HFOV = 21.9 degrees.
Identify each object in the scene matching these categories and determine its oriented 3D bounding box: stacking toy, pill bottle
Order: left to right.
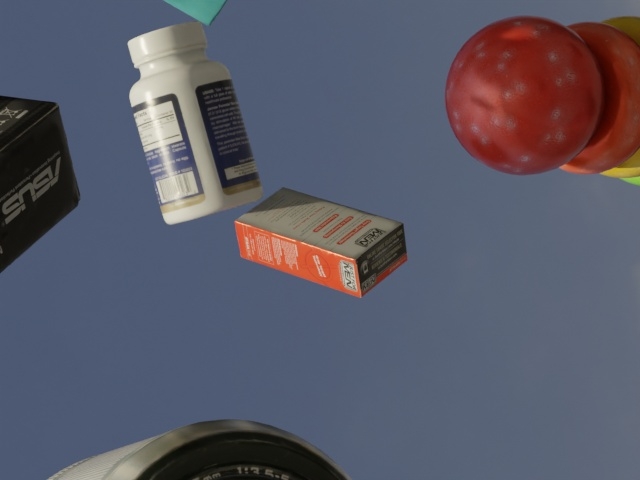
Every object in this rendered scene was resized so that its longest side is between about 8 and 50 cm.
[{"bbox_3d":[-0.117,-0.106,1.484,0.094,0.094,0.169,-19,-86,-49],"label":"pill bottle"},{"bbox_3d":[0.198,-0.089,1.011,0.330,0.141,0.141,-1,-97,-44],"label":"stacking toy"}]

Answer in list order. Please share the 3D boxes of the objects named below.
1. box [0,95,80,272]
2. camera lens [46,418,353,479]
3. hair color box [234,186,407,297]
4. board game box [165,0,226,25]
[{"bbox_3d":[-0.276,0.009,0.768,0.270,0.216,0.060,-49,-42,-48],"label":"box"},{"bbox_3d":[-0.096,0.238,1.079,0.219,0.274,0.219,7,-106,-26],"label":"camera lens"},{"bbox_3d":[0.000,0.000,1.476,0.072,0.141,0.043,-36,-50,-38],"label":"hair color box"},{"bbox_3d":[-0.041,-0.405,1.577,0.079,0.336,0.253,28,-148,-15],"label":"board game box"}]
